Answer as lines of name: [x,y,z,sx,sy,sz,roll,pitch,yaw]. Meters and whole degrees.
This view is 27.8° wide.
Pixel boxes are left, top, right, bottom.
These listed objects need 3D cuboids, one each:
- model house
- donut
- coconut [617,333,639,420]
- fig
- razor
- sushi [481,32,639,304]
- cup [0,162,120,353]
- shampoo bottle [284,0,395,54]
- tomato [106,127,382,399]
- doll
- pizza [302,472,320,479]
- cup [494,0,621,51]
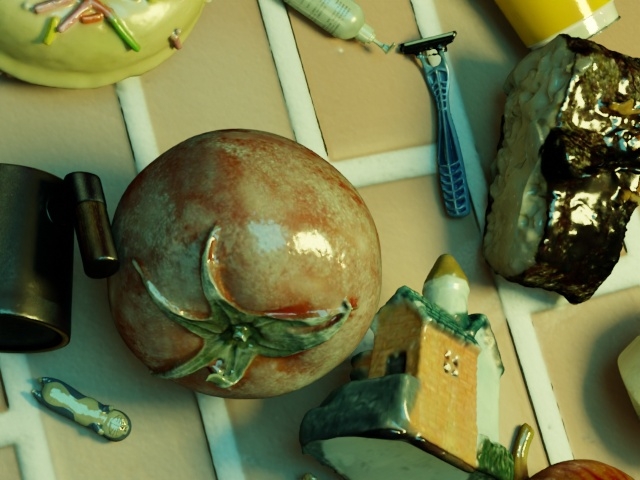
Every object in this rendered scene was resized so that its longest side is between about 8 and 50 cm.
model house: [0.121,0.155,1.561,0.253,0.184,0.291,34,57,-39]
donut: [-0.276,-0.354,1.577,0.307,0.150,0.371,30,67,-12]
coconut: [0.514,0.185,1.710,0.241,0.241,0.241,5,75,-19]
fig: [0.301,0.348,1.630,0.175,0.207,0.175,-25,126,-40]
razor: [0.170,-0.155,1.755,0.082,0.042,0.253,-13,79,20]
sushi: [0.342,-0.094,1.694,0.207,0.234,0.349,14,88,-19]
cup: [-0.318,0.021,1.443,0.239,0.166,0.177,0,69,9]
shampoo bottle: [0.014,-0.308,1.728,0.195,0.056,0.056,35,67,-10]
tomato: [-0.086,0.032,1.460,0.316,0.317,0.283,19,41,-15]
doll: [-0.276,0.196,1.502,0.125,0.027,0.037,29,75,-12]
pizza: [0.011,0.356,1.552,0.182,0.062,0.161,-16,82,-22]
cup: [0.293,-0.398,1.794,0.196,0.196,0.280,-33,99,-25]
